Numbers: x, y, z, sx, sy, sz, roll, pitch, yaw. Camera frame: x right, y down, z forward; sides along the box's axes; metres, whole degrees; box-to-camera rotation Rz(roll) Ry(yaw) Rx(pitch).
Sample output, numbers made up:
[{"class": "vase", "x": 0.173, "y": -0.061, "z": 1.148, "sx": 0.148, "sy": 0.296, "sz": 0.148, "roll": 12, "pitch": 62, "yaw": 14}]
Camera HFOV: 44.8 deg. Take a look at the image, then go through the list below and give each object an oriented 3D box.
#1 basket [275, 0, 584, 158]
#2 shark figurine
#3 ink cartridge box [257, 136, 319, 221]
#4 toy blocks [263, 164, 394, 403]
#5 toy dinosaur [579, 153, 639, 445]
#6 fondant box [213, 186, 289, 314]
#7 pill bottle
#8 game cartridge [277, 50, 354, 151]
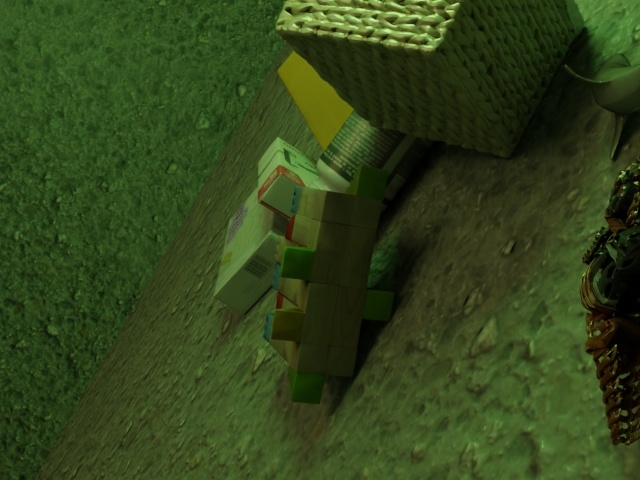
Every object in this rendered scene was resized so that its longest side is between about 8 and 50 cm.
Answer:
[{"class": "basket", "x": 0.168, "y": -0.334, "z": 1.182, "sx": 0.328, "sy": 0.331, "sz": 0.266, "roll": 20, "pitch": 80, "yaw": 37}, {"class": "shark figurine", "x": 0.356, "y": -0.206, "z": 0.919, "sx": 0.278, "sy": 0.116, "sz": 0.166, "roll": 102, "pitch": -169, "yaw": -82}, {"class": "ink cartridge box", "x": -0.057, "y": -0.128, "z": 1.788, "sx": 0.092, "sy": 0.159, "sz": 0.218, "roll": -52, "pitch": 21, "yaw": 19}, {"class": "toy blocks", "x": -0.008, "y": 0.056, "z": 1.334, "sx": 0.261, "sy": 0.191, "sz": 0.381, "roll": -158, "pitch": 77, "yaw": -72}, {"class": "toy dinosaur", "x": 0.326, "y": 0.036, "z": 0.740, "sx": 0.218, "sy": 0.164, "sz": 0.321, "roll": 128, "pitch": 146, "yaw": -60}, {"class": "fondant box", "x": -0.144, "y": -0.012, "z": 1.913, "sx": 0.238, "sy": 0.096, "sz": 0.330, "roll": -46, "pitch": 21, "yaw": 28}, {"class": "pill bottle", "x": 0.095, "y": -0.155, "z": 1.470, "sx": 0.283, "sy": 0.161, "sz": 0.161, "roll": -54, "pitch": 20, "yaw": 9}, {"class": "game cartridge", "x": 0.067, "y": -0.346, "z": 1.709, "sx": 0.285, "sy": 0.053, "sz": 0.323, "roll": -43, "pitch": 68, "yaw": 35}]
